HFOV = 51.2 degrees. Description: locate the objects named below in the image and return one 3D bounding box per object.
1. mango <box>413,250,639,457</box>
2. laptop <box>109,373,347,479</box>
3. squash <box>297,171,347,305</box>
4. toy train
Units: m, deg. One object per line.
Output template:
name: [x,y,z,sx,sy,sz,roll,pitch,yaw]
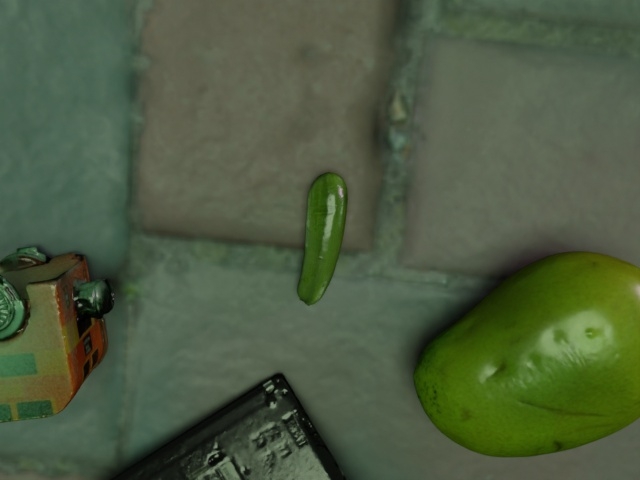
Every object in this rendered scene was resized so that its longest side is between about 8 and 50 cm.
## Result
mango: [0.145,0.076,0.424,0.163,0.089,0.117,-38,108,17]
laptop: [-0.069,0.189,0.436,0.180,0.016,0.129,-33,78,-3]
squash: [0.001,0.000,0.431,0.027,0.027,0.089,6,102,-3]
toy train: [-0.222,0.060,0.409,0.188,0.072,0.099,-4,100,-1]
